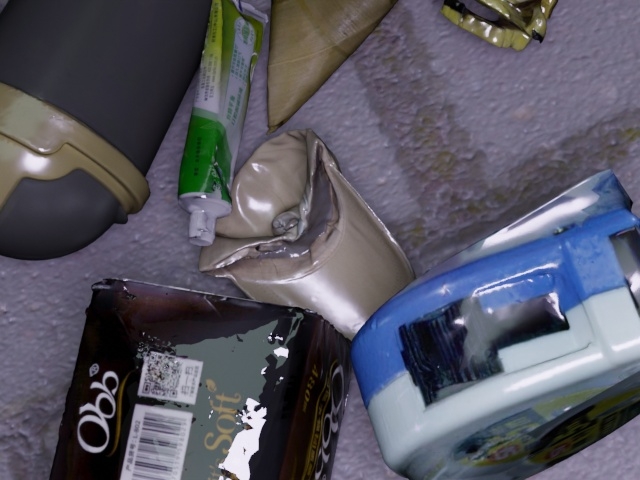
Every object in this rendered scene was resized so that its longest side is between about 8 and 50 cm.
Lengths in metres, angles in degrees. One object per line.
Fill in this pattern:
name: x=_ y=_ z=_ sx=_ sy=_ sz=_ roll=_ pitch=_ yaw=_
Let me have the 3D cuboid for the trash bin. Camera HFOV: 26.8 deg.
trash bin: x=-0.230 y=-0.132 z=1.243 sx=0.214 sy=0.214 sz=0.333 roll=20 pitch=70 yaw=19

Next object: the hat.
hat: x=0.000 y=0.000 z=1.223 sx=0.166 sy=0.173 sz=0.144 roll=-44 pitch=22 yaw=22

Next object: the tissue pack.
tissue pack: x=-0.112 y=0.220 z=1.090 sx=0.210 sy=0.198 sz=0.370 roll=9 pitch=80 yaw=19

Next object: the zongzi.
zongzi: x=0.034 y=-0.248 z=1.192 sx=0.145 sy=0.274 sz=0.300 roll=22 pitch=81 yaw=-11

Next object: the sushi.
sushi: x=0.195 y=-0.312 z=1.235 sx=0.139 sy=0.131 sz=0.291 roll=26 pitch=81 yaw=7

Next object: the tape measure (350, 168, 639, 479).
tape measure: x=0.158 y=0.094 z=1.044 sx=0.262 sy=0.259 sz=0.138 roll=-28 pitch=67 yaw=4

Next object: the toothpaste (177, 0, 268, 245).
toothpaste: x=-0.090 y=-0.113 z=1.218 sx=0.047 sy=0.078 sz=0.248 roll=-8 pitch=66 yaw=39
